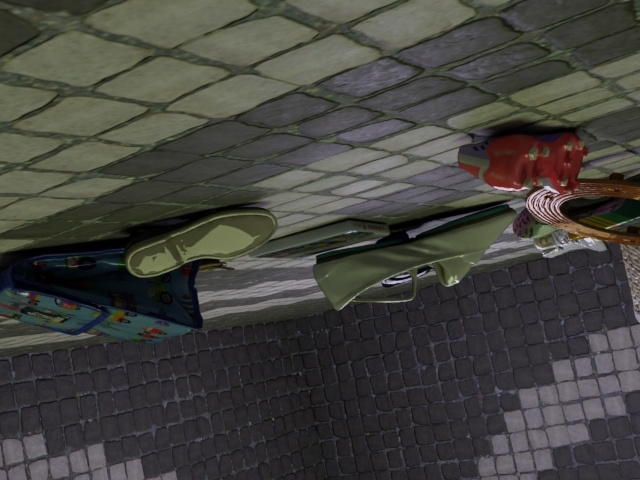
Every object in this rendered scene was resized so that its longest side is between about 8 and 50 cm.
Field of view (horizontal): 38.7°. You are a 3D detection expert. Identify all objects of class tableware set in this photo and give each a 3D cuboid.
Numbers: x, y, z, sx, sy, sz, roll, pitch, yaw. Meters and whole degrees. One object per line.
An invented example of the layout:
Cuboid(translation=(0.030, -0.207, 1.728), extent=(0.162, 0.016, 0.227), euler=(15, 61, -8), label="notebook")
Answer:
Cuboid(translation=(-0.249, 0.055, 1.562), extent=(0.194, 0.039, 0.128), euler=(-10, 172, -15), label="tableware set")

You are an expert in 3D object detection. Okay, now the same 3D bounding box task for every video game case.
Cuboid(translation=(0.000, 0.000, 1.623), extent=(0.201, 0.023, 0.183), euler=(-14, 173, 24), label="video game case")

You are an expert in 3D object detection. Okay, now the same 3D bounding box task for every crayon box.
Cuboid(translation=(0.652, -0.073, 1.887), extent=(0.203, 0.083, 0.323), euler=(-9, 172, -23), label="crayon box")

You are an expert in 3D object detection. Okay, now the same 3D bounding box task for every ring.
Cuboid(translation=(0.522, -0.051, 1.563), extent=(0.336, 0.032, 0.336), euler=(12, 168, 3), label="ring")

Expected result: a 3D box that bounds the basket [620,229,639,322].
Cuboid(translation=(0.871, 0.068, 1.984), extent=(0.331, 0.266, 0.328), euler=(-27, -158, -1), label="basket")

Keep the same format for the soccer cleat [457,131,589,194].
Cuboid(translation=(0.261, -0.101, 1.137), extent=(0.095, 0.083, 0.248), euler=(18, -165, 31), label="soccer cleat")

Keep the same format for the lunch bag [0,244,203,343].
Cuboid(translation=(-0.342, 0.069, 1.312), extent=(0.293, 0.138, 0.221), euler=(6, 166, -26), label="lunch bag")

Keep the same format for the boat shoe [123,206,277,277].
Cuboid(translation=(-0.161, -0.012, 1.214), extent=(0.206, 0.075, 0.065), euler=(-16, -144, -7), label="boat shoe")

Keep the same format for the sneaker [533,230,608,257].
Cuboid(translation=(0.608, -0.004, 2.240), extent=(0.169, 0.108, 0.292), euler=(-17, 173, 15), label="sneaker")

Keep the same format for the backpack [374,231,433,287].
Cuboid(translation=(0.170, 0.033, 1.841), extent=(0.120, 0.101, 0.098), euler=(-16, 174, 2), label="backpack")

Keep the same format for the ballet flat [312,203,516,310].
Cuboid(translation=(0.187, 0.041, 1.733), extent=(0.400, 0.139, 0.139), euler=(-15, 173, -1), label="ballet flat")

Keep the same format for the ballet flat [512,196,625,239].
Cuboid(translation=(0.468, -0.067, 1.723), extent=(0.221, 0.077, 0.079), euler=(-18, 154, 6), label="ballet flat")
